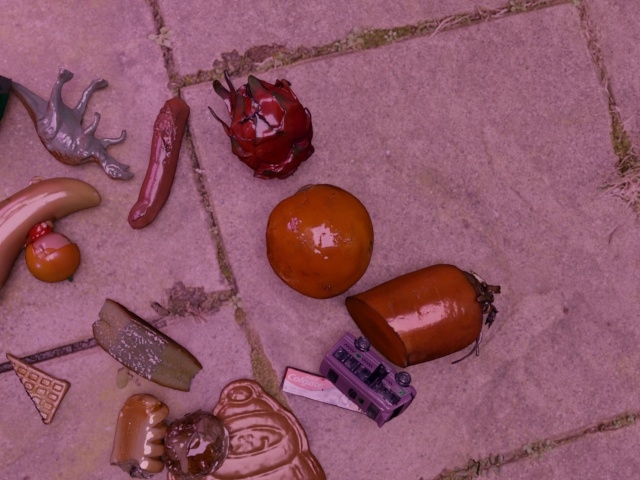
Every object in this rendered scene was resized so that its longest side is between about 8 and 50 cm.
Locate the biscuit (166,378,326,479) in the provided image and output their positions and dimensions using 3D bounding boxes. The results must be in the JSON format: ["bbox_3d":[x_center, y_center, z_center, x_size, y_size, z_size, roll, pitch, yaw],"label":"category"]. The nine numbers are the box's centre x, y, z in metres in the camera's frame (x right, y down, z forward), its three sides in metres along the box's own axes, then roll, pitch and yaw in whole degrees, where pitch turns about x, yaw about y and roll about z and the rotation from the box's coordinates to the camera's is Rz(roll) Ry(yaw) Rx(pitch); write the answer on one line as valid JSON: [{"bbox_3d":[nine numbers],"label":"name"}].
[{"bbox_3d":[-0.164,0.483,1.545,0.311,0.057,0.352,-22,87,-10],"label":"biscuit"}]

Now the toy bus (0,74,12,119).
[{"bbox_3d":[-0.829,-0.304,1.475,0.343,0.183,0.200,21,100,0],"label":"toy bus"}]

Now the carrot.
[{"bbox_3d":[0.245,0.156,1.557,0.331,0.193,0.214,-20,55,-11],"label":"carrot"}]

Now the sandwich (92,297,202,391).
[{"bbox_3d":[-0.370,0.224,1.531,0.258,0.096,0.094,33,87,0],"label":"sandwich"}]

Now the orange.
[{"bbox_3d":[0.000,0.000,1.529,0.239,0.240,0.240,1,84,-7],"label":"orange"}]

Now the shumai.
[{"bbox_3d":[-0.249,0.410,1.456,0.145,0.116,0.146,0,77,-1],"label":"shumai"}]

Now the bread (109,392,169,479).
[{"bbox_3d":[-0.365,0.406,1.503,0.119,0.084,0.177,2,80,34],"label":"bread"}]

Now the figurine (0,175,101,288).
[{"bbox_3d":[-0.595,-0.003,1.511,0.324,0.124,0.222,-34,89,-13],"label":"figurine"}]

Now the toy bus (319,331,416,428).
[{"bbox_3d":[0.099,0.295,1.543,0.199,0.096,0.108,40,55,17],"label":"toy bus"}]

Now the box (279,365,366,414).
[{"bbox_3d":[0.022,0.330,1.591,0.218,0.039,0.055,18,83,-5],"label":"box"}]

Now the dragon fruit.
[{"bbox_3d":[-0.115,-0.250,1.553,0.192,0.193,0.274,-36,117,-14],"label":"dragon fruit"}]

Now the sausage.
[{"bbox_3d":[-0.347,-0.166,1.583,0.078,0.078,0.305,14,83,-5],"label":"sausage"}]

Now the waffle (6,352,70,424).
[{"bbox_3d":[-0.611,0.309,1.523,0.152,0.023,0.098,29,80,-5],"label":"waffle"}]

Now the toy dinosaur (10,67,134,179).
[{"bbox_3d":[-0.563,-0.278,1.565,0.392,0.092,0.206,20,87,-7],"label":"toy dinosaur"}]
